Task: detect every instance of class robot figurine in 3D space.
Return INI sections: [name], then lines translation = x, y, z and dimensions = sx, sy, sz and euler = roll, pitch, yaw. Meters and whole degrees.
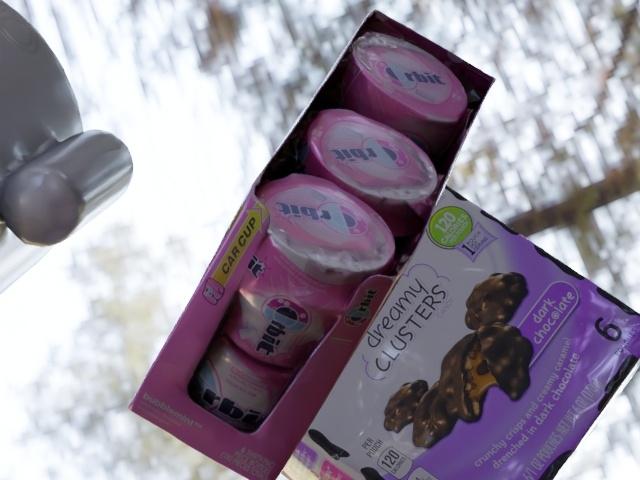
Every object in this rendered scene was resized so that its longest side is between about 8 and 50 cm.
[robot figurine]
translation = -0.257, -0.032, 1.001
dimensions = 0.300, 0.199, 0.353
euler = -2, 18, 14

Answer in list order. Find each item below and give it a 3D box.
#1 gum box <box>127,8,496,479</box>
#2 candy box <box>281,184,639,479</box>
[gum box]
translation = 0.000, 0.000, 0.706
dimensions = 0.107, 0.062, 0.188
euler = -60, 0, 32
[candy box]
translation = 0.046, 0.061, 0.951
dimensions = 0.165, 0.196, 0.070
euler = -50, -13, -26
